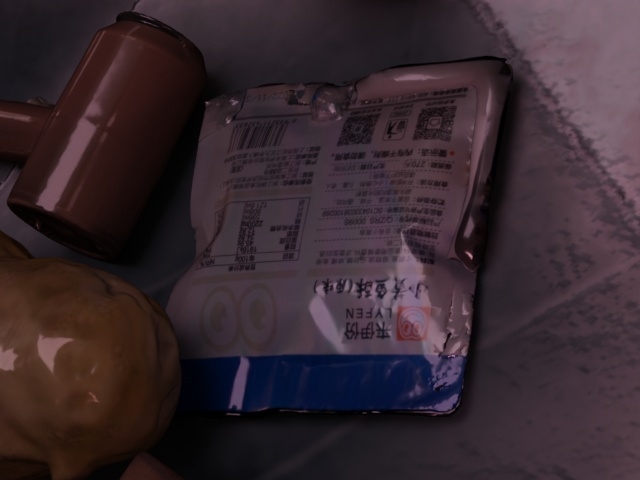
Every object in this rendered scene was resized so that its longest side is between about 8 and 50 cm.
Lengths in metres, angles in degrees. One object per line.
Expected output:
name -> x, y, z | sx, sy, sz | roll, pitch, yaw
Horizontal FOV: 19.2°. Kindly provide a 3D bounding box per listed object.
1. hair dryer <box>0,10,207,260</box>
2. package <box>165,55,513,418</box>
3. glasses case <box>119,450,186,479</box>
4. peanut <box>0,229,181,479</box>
hair dryer -> -0.146, -0.060, 0.975 | 0.182, 0.064, 0.117 | 11, 70, 44
package -> 0.000, 0.000, 0.859 | 0.171, 0.027, 0.173 | -3, 67, 31
glasses case -> -0.096, 0.188, 0.799 | 0.193, 0.070, 0.102 | -56, 21, -3
peanut -> -0.166, 0.044, 0.892 | 0.117, 0.101, 0.263 | -46, 42, -19
